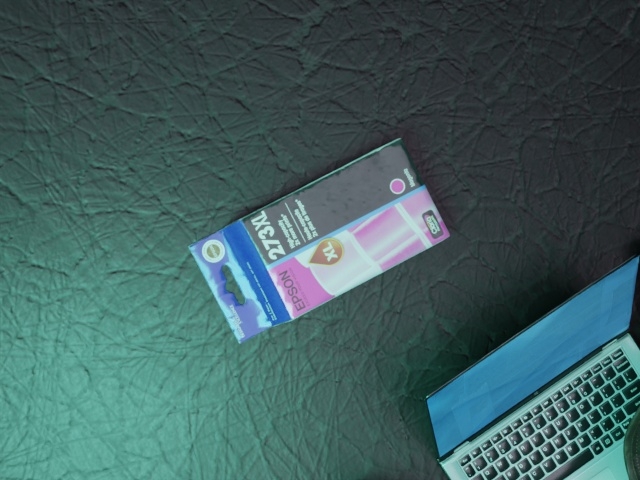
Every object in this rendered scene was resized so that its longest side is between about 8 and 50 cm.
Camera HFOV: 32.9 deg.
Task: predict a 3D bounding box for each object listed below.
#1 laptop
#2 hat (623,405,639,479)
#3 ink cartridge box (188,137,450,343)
[{"bbox_3d":[0.388,0.290,1.643,0.382,0.236,0.407,-33,93,-8],"label":"laptop"},{"bbox_3d":[0.614,0.294,1.641,0.331,0.134,0.331,0,102,1],"label":"hat"},{"bbox_3d":[0.000,0.000,1.680,0.371,0.069,0.175,-27,93,-7],"label":"ink cartridge box"}]
